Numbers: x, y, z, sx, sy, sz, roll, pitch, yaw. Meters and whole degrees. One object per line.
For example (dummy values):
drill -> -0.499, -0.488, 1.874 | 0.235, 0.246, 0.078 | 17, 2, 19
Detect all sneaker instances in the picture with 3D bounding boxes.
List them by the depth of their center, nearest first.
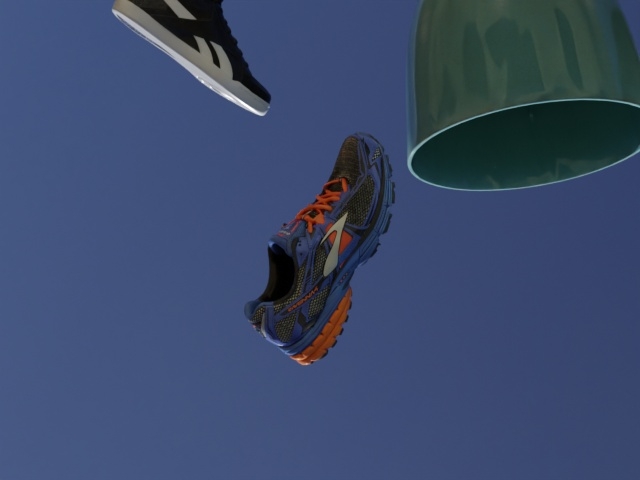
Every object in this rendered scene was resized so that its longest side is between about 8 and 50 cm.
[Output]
sneaker -> 0.000, 0.000, 1.194 | 0.083, 0.087, 0.221 | 2, -111, 63
sneaker -> -0.116, -0.244, 1.476 | 0.121, 0.217, 0.079 | -56, -153, -3

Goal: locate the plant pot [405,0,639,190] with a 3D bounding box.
plant pot -> 0.233, -0.217, 1.545 | 0.293, 0.293, 0.235 | -15, -108, 27
